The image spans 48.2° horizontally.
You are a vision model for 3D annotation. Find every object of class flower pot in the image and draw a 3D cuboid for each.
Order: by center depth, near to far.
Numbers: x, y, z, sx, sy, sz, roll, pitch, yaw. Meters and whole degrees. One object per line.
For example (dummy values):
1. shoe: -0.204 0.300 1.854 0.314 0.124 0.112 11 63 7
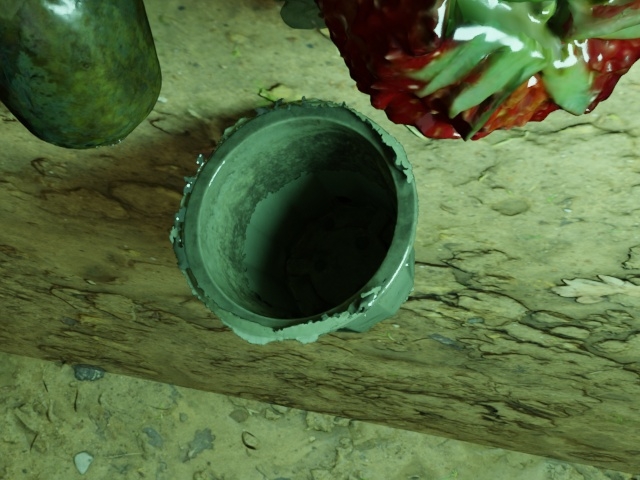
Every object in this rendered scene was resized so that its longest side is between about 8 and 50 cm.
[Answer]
1. flower pot: 0.000 0.000 0.887 0.290 0.290 0.259 1 165 19

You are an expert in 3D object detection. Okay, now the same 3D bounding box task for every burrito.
1. burrito: 0.012 -0.224 0.653 0.118 0.044 0.074 -17 146 36

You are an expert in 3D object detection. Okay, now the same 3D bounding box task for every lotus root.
1. lotus root: -0.247 -0.194 0.682 0.160 0.152 0.275 8 151 11

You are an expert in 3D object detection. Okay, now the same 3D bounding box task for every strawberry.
1. strawberry: 0.106 -0.207 0.496 0.261 0.257 0.261 -13 148 -9
